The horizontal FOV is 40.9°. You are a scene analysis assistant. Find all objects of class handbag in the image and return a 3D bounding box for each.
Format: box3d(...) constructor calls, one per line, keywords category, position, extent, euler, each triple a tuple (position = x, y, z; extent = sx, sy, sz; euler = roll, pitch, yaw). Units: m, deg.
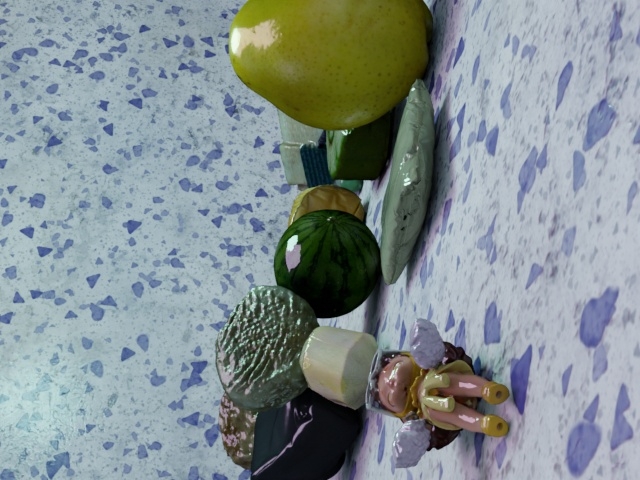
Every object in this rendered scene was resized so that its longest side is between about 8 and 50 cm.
box3d(category="handbag", position=(-0.023, 0.402, 1.858), extent=(0.275, 0.177, 0.302), euler=(-60, 13, 19))

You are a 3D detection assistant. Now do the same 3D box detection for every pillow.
box3d(category="pillow", position=(0.160, -0.101, 1.562), extent=(0.281, 0.076, 0.274), euler=(99, 180, -46))

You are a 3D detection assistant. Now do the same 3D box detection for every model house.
box3d(category="model house", position=(0.039, -0.286, 2.468), extent=(0.284, 0.243, 0.299), euler=(17, 124, 59))

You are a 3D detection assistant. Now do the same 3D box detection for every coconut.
box3d(category="coconut", position=(0.049, 0.242, 1.641), extent=(0.147, 0.152, 0.147), euler=(-29, -54, -52))

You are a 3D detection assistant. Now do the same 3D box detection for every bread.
box3d(category="bread", position=(0.000, 0.000, 2.253), extent=(0.156, 0.204, 0.288), euler=(155, 121, -77))
box3d(category="bread", position=(0.083, -0.330, 2.114), extent=(0.382, 0.129, 0.366), euler=(-109, 22, -71))

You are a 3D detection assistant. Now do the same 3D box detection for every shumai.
box3d(category="shumai", position=(-0.091, 0.243, 1.791), extent=(0.222, 0.225, 0.261), euler=(64, -153, -58))
box3d(category="shumai", position=(-0.138, 0.484, 2.266), extent=(0.314, 0.267, 0.262), euler=(60, 168, 2))

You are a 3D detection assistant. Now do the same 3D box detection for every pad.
box3d(category="pad", position=(0.162, -0.237, 2.108), extent=(0.113, 0.006, 0.188), euler=(111, 169, -62))

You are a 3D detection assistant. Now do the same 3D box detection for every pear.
box3d(category="pear", position=(0.026, -0.414, 1.791), extent=(0.362, 0.418, 0.363), euler=(-2, -90, -83))

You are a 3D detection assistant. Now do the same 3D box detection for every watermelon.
box3d(category="watermelon", position=(0.014, 0.050, 1.867), extent=(0.242, 0.242, 0.242), euler=(-169, 90, -84))

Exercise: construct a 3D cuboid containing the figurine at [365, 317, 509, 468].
box3d(category="figurine", position=(0.138, 0.184, 1.026), extent=(0.240, 0.115, 0.175), euler=(165, 114, -77))
